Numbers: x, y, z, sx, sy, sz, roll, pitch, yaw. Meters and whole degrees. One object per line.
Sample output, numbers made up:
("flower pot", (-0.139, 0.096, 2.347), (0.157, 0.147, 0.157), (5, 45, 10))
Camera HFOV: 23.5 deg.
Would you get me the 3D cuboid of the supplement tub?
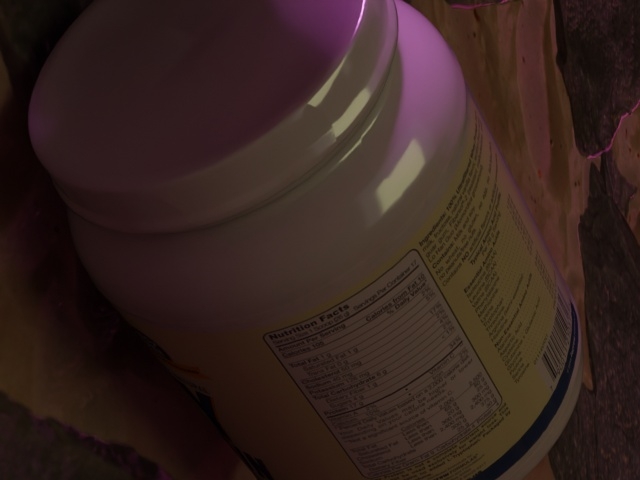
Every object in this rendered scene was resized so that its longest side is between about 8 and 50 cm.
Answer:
("supplement tub", (0.000, 0.000, 0.895), (0.325, 0.235, 0.235), (57, 40, -42))
